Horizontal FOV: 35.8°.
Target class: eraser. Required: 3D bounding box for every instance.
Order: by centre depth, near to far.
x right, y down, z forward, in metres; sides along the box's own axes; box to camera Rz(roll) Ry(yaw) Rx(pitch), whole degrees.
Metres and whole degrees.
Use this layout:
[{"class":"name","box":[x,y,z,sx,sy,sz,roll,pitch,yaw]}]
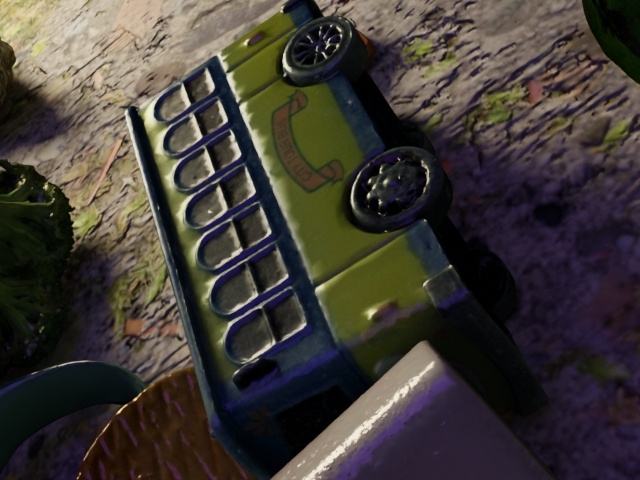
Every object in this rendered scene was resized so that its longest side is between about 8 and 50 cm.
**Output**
[{"class":"eraser","box":[0.013,0.202,0.490,0.270,0.174,0.095,-43,13,0]}]

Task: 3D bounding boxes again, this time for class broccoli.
[{"class":"broccoli","box":[-0.322,0.010,0.805,0.254,0.269,0.269,30,76,6]}]

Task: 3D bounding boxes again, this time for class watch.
[{"class":"watch","box":[-0.200,0.191,0.681,0.195,0.068,0.237,5,47,23]}]

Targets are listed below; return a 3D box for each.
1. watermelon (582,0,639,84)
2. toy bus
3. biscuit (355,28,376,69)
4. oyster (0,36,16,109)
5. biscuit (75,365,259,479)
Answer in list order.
[{"class":"watermelon","box":[0.253,-0.182,0.669,0.129,0.123,0.301,-7,48,-9]},{"class":"toy bus","box":[0.000,0.000,0.652,0.190,0.152,0.312,-32,47,8]},{"class":"biscuit","box":[-0.012,-0.137,0.849,0.130,0.019,0.102,-32,46,12]},{"class":"oyster","box":[-0.442,-0.177,1.098,0.350,0.158,0.162,-10,88,45]},{"class":"biscuit","box":[-0.081,0.182,0.608,0.144,0.033,0.224,-11,54,-16]}]
